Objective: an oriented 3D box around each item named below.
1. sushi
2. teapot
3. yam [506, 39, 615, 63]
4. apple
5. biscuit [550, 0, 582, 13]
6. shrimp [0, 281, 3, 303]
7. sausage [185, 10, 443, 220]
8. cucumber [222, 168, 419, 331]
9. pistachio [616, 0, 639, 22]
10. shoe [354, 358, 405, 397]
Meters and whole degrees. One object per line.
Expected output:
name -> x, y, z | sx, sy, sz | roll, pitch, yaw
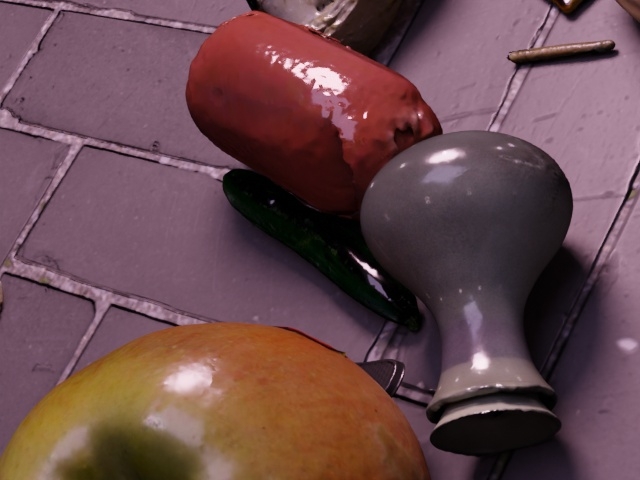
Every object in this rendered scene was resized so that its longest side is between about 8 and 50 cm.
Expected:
sushi -> 0.056, -0.283, 1.638 | 0.273, 0.134, 0.109 | -39, 49, 3
teapot -> 0.128, 0.042, 1.345 | 0.184, 0.183, 0.250 | -16, 62, 23
yam -> 0.227, -0.178, 1.535 | 0.107, 0.014, 0.014 | -4, 57, 31
apple -> -0.091, 0.216, 1.241 | 0.339, 0.305, 0.338 | -13, 66, 32
biscuit -> 0.245, -0.265, 1.582 | 0.081, 0.018, 0.083 | -43, 47, -1
shrimp -> -0.399, 0.105, 1.718 | 0.101, 0.042, 0.190 | 8, 62, 28
sausage -> -0.009, -0.118, 1.537 | 0.280, 0.152, 0.152 | 33, 79, 33
cucumber -> 0.000, 0.000, 1.528 | 0.056, 0.056, 0.284 | -49, 51, -6
pistachio -> 0.332, -0.295, 1.430 | 0.214, 0.194, 0.318 | -61, 41, 38
shoe -> 0.034, 0.137, 1.404 | 0.159, 0.053, 0.062 | -20, 41, 58
